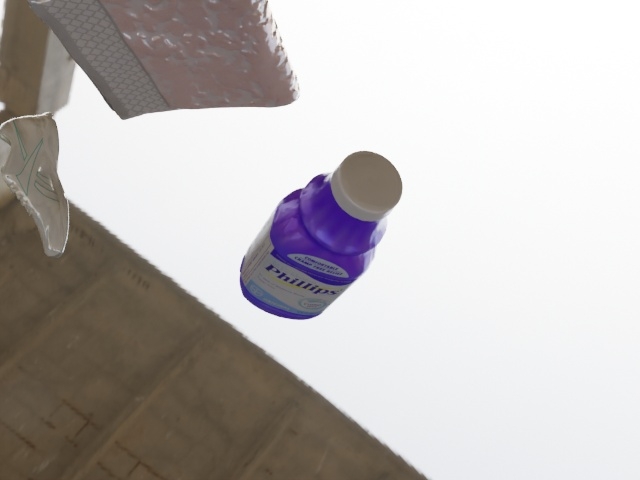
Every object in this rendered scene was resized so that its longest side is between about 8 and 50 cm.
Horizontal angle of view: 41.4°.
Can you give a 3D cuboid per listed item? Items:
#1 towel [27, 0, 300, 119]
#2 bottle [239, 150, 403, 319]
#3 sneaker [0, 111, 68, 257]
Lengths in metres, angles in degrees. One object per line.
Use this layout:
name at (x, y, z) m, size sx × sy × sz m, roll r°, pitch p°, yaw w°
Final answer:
towel at (-0.213, -0.287, 1.246) m, size 0.317 × 0.332 × 0.053 m, roll -5°, pitch -113°, yaw 9°
bottle at (0.000, 0.000, 0.905) m, size 0.118 × 0.283 × 0.092 m, roll 20°, pitch -119°, yaw -13°
sneaker at (-0.297, -0.055, 0.877) m, size 0.061 × 0.054 × 0.152 m, roll -9°, pitch -92°, yaw -26°
